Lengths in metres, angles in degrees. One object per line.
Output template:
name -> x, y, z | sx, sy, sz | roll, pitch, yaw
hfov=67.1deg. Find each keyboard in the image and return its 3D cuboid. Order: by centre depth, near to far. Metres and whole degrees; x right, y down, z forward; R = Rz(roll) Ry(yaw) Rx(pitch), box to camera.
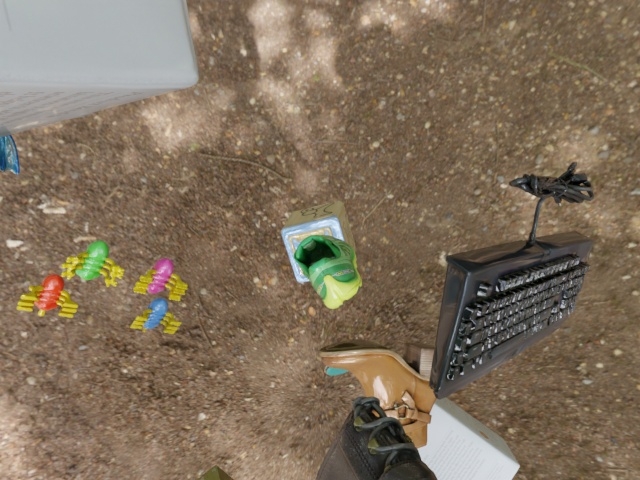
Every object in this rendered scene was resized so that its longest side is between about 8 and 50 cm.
keyboard -> 0.209, 0.023, 0.468 | 0.033, 0.317, 0.202 | 15, 105, 41

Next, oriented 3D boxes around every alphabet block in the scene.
alphabet block -> 0.000, 0.000, 1.572 | 0.192, 0.197, 0.193 | -11, 108, 12

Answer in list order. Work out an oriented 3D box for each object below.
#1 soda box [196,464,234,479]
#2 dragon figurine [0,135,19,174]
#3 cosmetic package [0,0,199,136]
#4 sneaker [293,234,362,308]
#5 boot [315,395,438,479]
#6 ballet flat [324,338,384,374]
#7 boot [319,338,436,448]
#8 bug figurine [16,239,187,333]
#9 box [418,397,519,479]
soda box -> -0.179, 0.546, 0.994 | 0.058, 0.061, 0.181 | -37, 118, -6
dragon figurine -> -0.536, -0.135, 0.753 | 0.085, 0.144, 0.289 | -4, 111, -3
cosmetic package -> -0.347, -0.223, 0.271 | 0.329, 0.393, 0.327 | -1, 104, 32
sneaker -> 0.011, 0.031, 0.998 | 0.109, 0.295, 0.123 | -35, 107, 2
boot -> 0.072, 0.165, 0.268 | 0.091, 0.229, 0.263 | 20, 102, -29
ballet flat -> 0.101, 0.359, 1.500 | 0.206, 0.073, 0.067 | -12, 39, -16
boot -> 0.120, 0.324, 1.008 | 0.283, 0.109, 0.220 | 8, 87, -27
bug figurine -> -0.373, 0.089, 0.875 | 0.279, 0.216, 0.072 | 20, 39, -35
box -> 0.272, 0.475, 1.188 | 0.345, 0.215, 0.168 | 35, 91, 13
